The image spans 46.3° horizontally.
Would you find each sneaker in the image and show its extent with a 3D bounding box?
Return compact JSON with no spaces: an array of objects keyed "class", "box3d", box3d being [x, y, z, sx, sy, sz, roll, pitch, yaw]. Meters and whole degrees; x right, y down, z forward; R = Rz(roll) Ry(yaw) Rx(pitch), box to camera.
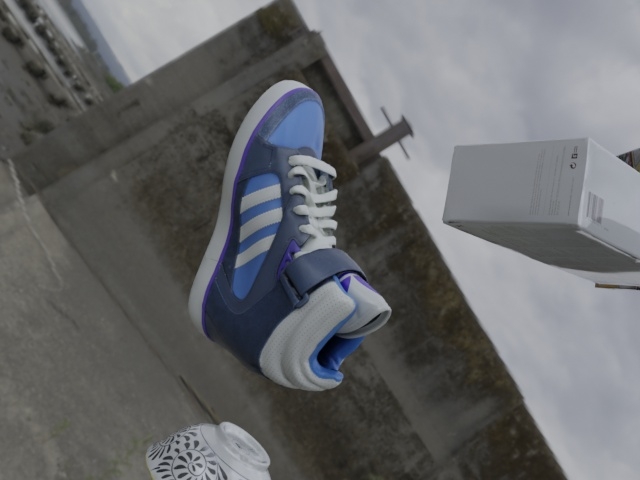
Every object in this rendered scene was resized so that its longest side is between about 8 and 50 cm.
[{"class":"sneaker","box3d":[0.000,0.000,0.815,0.236,0.323,0.130,21,1,35]}]

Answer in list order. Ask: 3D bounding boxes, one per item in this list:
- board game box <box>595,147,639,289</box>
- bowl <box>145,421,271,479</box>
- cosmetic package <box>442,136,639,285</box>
[{"class":"board game box","box3d":[0.546,-0.034,1.314,0.165,0.042,0.244,151,-55,-86]},{"class":"bowl","box3d":[-0.111,0.265,0.868,0.170,0.080,0.170,39,2,-2]},{"class":"cosmetic package","box3d":[0.199,-0.013,0.547,0.098,0.061,0.239,1,-12,44]}]
